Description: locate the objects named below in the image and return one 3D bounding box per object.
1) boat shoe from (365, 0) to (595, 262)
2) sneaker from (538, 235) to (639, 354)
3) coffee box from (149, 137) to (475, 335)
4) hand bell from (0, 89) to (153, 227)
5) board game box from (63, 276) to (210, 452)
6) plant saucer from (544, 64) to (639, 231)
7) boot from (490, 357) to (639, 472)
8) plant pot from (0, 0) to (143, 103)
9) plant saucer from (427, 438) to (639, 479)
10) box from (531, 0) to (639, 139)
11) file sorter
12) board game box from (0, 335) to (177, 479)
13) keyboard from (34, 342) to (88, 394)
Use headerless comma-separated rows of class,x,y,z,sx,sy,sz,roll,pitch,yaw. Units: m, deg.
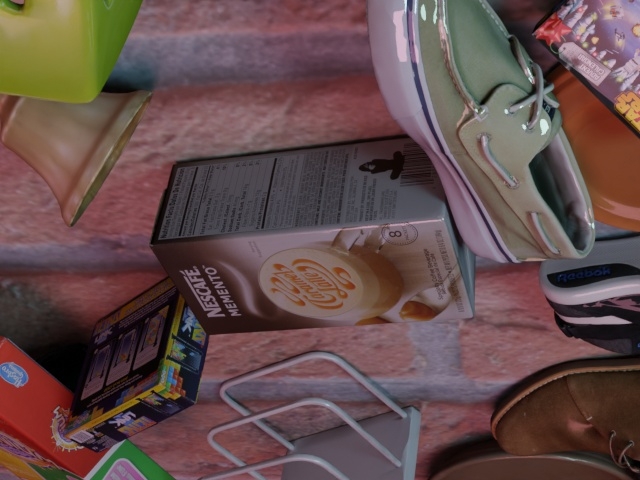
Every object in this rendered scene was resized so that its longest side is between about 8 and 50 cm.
boat shoe,0.124,-0.092,0.738,0.094,0.109,0.302,4,147,32
sneaker,0.314,0.048,0.928,0.217,0.079,0.121,-3,145,27
coffee box,0.000,0.000,0.897,0.247,0.098,0.141,-5,140,17
hand bell,-0.266,-0.126,0.810,0.242,0.126,0.126,32,138,-8
board game box,-0.179,0.121,1.048,0.048,0.141,0.170,35,135,-28
plant saucer,0.254,-0.068,0.795,0.200,0.037,0.200,11,143,9
boot,0.306,0.190,1.072,0.305,0.115,0.112,-23,134,35
plant pot,-0.196,-0.234,0.544,0.228,0.227,0.207,12,136,-4
plant saucer,0.264,0.316,1.298,0.278,0.041,0.278,5,141,4
box,0.224,-0.127,0.700,0.137,0.027,0.094,42,122,-6
file sorter,-0.029,0.284,1.126,0.193,0.277,0.173,-23,128,33
board game box,-0.331,0.209,1.175,0.242,0.064,0.316,3,144,42
keyboard,-0.275,0.177,1.236,0.100,0.038,0.192,-23,137,6
